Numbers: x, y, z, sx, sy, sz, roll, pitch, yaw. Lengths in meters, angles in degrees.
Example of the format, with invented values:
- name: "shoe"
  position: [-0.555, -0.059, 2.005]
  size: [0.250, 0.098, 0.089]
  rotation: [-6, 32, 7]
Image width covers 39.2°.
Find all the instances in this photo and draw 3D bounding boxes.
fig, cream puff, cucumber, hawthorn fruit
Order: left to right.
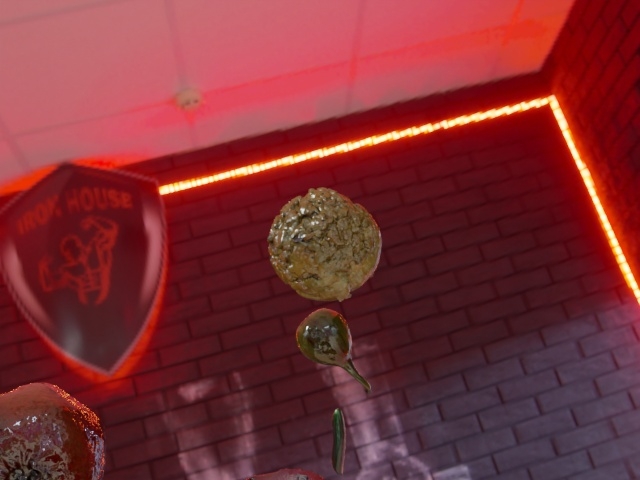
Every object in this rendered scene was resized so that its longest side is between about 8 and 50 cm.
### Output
- name: "hawthorn fruit"
  position: [-0.540, 0.400, 1.719]
  size: [0.265, 0.265, 0.307]
  rotation: [-15, 9, -8]
- name: "cream puff"
  position: [0.000, 0.000, 1.184]
  size: [0.165, 0.150, 0.115]
  rotation: [-4, -31, 34]
- name: "fig"
  position: [0.042, 0.265, 2.043]
  size: [0.124, 0.236, 0.124]
  rotation: [-36, 7, 5]
- name: "cucumber"
  position: [0.042, 0.455, 2.013]
  size: [0.033, 0.036, 0.184]
  rotation: [-6, -64, -15]

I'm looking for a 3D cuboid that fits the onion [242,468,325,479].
- name: "onion"
  position: [-0.063, 0.490, 1.493]
  size: [0.248, 0.248, 0.161]
  rotation: [-14, -34, -12]
